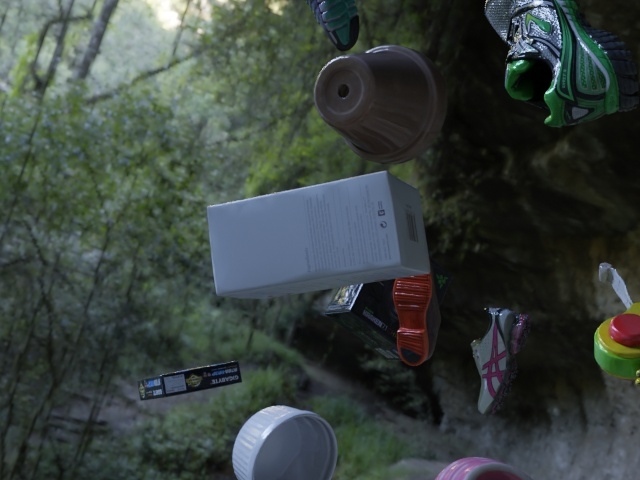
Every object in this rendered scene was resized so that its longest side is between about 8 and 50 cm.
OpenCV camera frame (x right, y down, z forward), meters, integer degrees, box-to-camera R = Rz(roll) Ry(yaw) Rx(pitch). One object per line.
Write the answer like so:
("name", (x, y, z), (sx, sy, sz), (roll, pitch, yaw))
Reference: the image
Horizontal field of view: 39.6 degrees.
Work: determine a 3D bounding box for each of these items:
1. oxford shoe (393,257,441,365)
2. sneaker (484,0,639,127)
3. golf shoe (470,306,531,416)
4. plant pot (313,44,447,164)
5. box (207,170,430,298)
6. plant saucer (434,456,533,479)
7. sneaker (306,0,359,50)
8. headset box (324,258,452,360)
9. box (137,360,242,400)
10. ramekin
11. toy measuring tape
("oxford shoe", (0.234, 0.152, 2.095), (0.097, 0.271, 0.098), (10, 12, 34))
("sneaker", (0.327, -0.293, 1.333), (0.146, 0.134, 0.343), (-19, 41, -5))
("golf shoe", (0.294, 0.204, 1.512), (0.086, 0.186, 0.067), (17, 2, 22))
("plant pot", (0.108, -0.304, 1.897), (0.263, 0.263, 0.229), (19, 8, 32))
("box", (0.000, 0.000, 1.619), (0.345, 0.168, 0.215), (-10, -8, 19))
("plant saucer", (0.396, 0.617, 1.942), (0.332, 0.084, 0.332), (16, 44, -16))
("sneaker", (0.001, -0.474, 1.734), (0.083, 0.223, 0.098), (-29, 15, -34))
("headset box", (0.188, 0.136, 2.360), (0.246, 0.283, 0.131), (38, -25, -22))
("box", (-0.293, 0.312, 1.965), (0.175, 0.051, 0.220), (-7, -9, -27))
("ramekin", (-0.077, 0.429, 1.777), (0.207, 0.207, 0.109), (20, -3, -38))
("toy measuring tape", (0.535, 0.154, 1.621), (0.121, 0.121, 0.330), (20, 29, -19))
